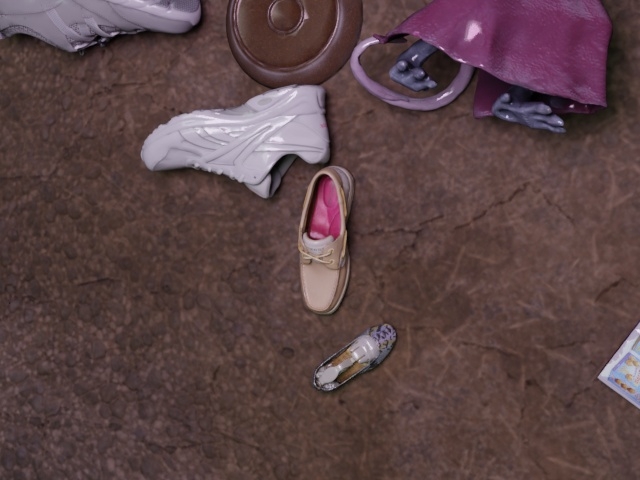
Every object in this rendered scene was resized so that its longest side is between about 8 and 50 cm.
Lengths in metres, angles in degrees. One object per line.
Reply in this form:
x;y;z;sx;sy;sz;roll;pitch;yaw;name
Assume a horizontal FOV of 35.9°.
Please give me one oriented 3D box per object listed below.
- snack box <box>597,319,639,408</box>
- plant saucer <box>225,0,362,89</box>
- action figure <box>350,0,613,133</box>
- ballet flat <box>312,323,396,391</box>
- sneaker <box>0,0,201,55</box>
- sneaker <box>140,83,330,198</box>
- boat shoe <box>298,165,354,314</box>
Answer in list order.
0.360;0.088;1.000;0.064;0.022;0.178;37;102;14;snack box
-0.036;-0.255;1.125;0.169;0.029;0.168;1;92;18;plant saucer
0.229;-0.290;0.986;0.248;0.276;0.370;25;82;-20;action figure
0.036;0.134;1.103;0.114;0.041;0.041;-38;80;16;ballet flat
-0.273;-0.278;1.187;0.281;0.105;0.115;12;129;14;sneaker
-0.096;-0.098;1.119;0.232;0.090;0.115;-13;90;20;sneaker
0.000;0.000;1.101;0.063;0.059;0.170;4;93;19;boat shoe
